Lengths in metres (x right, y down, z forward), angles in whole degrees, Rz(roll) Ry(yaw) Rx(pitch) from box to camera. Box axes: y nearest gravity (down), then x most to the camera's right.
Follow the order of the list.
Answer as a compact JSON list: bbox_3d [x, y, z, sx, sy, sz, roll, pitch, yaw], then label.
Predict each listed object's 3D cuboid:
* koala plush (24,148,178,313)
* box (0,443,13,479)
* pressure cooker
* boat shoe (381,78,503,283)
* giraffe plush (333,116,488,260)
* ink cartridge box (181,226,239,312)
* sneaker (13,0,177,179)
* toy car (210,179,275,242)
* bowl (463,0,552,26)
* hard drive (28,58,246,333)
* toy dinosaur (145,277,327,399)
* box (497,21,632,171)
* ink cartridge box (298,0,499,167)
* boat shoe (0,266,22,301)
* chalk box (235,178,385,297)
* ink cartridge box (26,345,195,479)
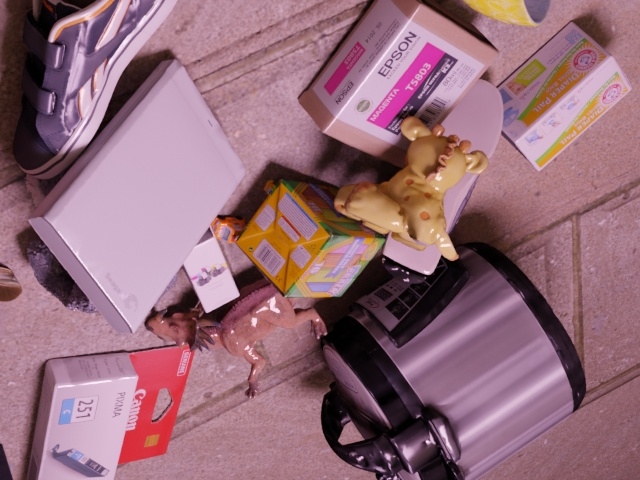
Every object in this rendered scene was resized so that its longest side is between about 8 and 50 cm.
[{"bbox_3d":[-0.293,-0.028,1.479,0.196,0.203,0.221,-21,122,-23],"label":"koala plush"},{"bbox_3d":[-0.633,0.429,1.716,0.270,0.143,0.165,4,127,-37],"label":"box"},{"bbox_3d":[0.197,0.247,1.893,0.420,0.375,0.370,-32,151,-9],"label":"pressure cooker"},{"bbox_3d":[0.185,-0.101,1.778,0.127,0.158,0.340,26,93,-3],"label":"boat shoe"},{"bbox_3d":[0.143,-0.084,1.602,0.181,0.210,0.170,27,87,-31],"label":"giraffe plush"},{"bbox_3d":[-0.187,0.009,1.630,0.062,0.104,0.181,-27,138,-9],"label":"ink cartridge box"},{"bbox_3d":[-0.305,-0.226,1.313,0.127,0.126,0.321,21,108,-47],"label":"sneaker"},{"bbox_3d":[-0.117,-0.042,1.676,0.060,0.040,0.122,19,118,-43],"label":"toy car"},{"bbox_3d":[0.206,-0.421,1.408,0.156,0.289,0.289,3,146,24],"label":"bowl"},{"bbox_3d":[-0.223,-0.061,1.411,0.203,0.040,0.307,59,45,-33],"label":"hard drive"},{"bbox_3d":[-0.114,0.117,1.779,0.296,0.127,0.200,-39,133,-3],"label":"toy dinosaur"},{"bbox_3d":[0.379,-0.232,1.762,0.203,0.114,0.103,-43,139,8],"label":"box"},{"bbox_3d":[0.115,-0.239,1.601,0.193,0.088,0.234,18,119,-44],"label":"ink cartridge box"},{"bbox_3d":[-0.482,0.051,1.523,0.050,0.045,0.135,-42,144,21],"label":"boat shoe"},{"bbox_3d":[0.000,0.000,1.706,0.132,0.132,0.213,-53,154,20],"label":"chalk box"},{"bbox_3d":[-0.347,0.310,1.850,0.261,0.066,0.296,-4,132,-29],"label":"ink cartridge box"}]
